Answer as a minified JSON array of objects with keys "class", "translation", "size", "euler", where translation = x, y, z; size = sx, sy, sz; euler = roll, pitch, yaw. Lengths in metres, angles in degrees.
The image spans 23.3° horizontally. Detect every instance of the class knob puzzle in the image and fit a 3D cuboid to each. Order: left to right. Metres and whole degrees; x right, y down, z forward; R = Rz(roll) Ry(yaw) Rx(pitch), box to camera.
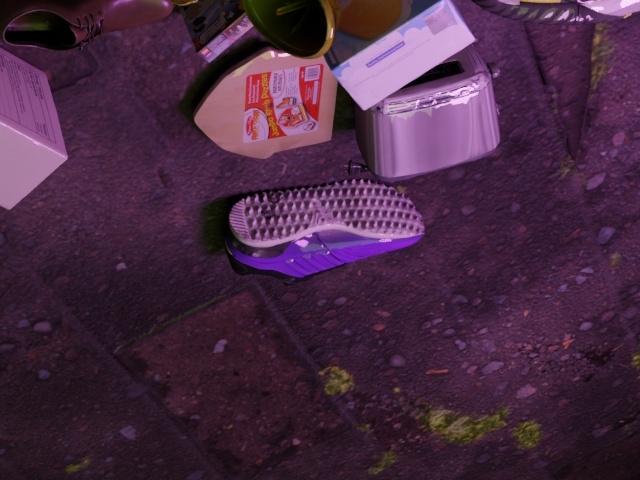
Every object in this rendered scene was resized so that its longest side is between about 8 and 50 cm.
[{"class":"knob puzzle","translation":[-0.075,-0.184,2.037],"size":[0.213,0.030,0.213],"euler":[-14,141,-12]}]

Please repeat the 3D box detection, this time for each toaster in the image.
[{"class":"toaster","translation":[0.131,-0.177,2.072],"size":[0.226,0.129,0.146],"euler":[-15,137,-7]}]

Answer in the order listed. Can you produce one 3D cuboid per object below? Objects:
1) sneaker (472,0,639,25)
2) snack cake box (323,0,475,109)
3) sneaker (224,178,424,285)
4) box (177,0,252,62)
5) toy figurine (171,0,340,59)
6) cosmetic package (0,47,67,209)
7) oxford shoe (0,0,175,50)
[{"class":"sneaker","translation":[0.369,-0.361,1.973],"size":[0.384,0.145,0.147],"euler":[-5,116,-4]},{"class":"snack cake box","translation":[0.053,-0.295,1.785],"size":[0.152,0.264,0.089],"euler":[-33,140,11]},{"class":"sneaker","translation":[-0.001,-0.001,2.239],"size":[0.293,0.102,0.146],"euler":[-2,141,-17]},{"class":"box","translation":[-0.102,-0.288,1.854],"size":[0.137,0.094,0.027],"euler":[-37,138,18]},{"class":"toy figurine","translation":[-0.055,-0.344,1.696],"size":[0.217,0.362,0.191],"euler":[-14,129,-53]},{"class":"cosmetic package","translation":[-0.448,-0.174,1.767],"size":[0.113,0.160,0.309],"euler":[-38,138,20]},{"class":"oxford shoe","translation":[-0.272,-0.257,1.808],"size":[0.227,0.096,0.083],"euler":[-11,138,-17]}]
